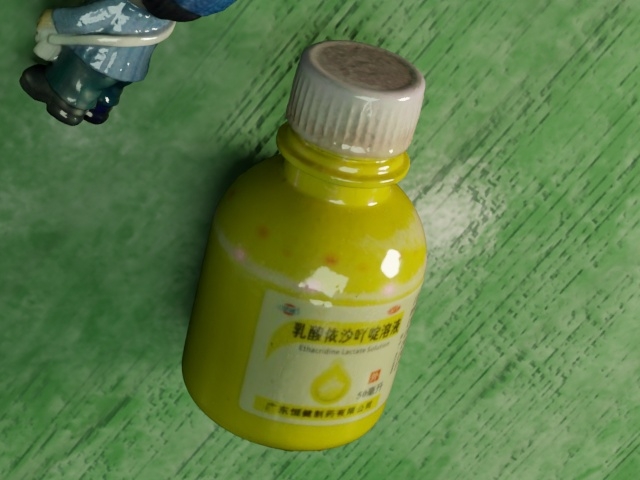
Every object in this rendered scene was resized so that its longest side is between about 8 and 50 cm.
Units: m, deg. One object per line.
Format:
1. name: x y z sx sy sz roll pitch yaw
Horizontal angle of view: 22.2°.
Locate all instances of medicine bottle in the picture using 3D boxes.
1. medicine bottle: 0.000 0.000 0.893 0.122 0.122 0.212 5 121 -16

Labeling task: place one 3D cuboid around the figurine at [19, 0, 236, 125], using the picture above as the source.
1. figurine: -0.093 -0.123 0.823 0.149 0.087 0.086 -54 156 21
